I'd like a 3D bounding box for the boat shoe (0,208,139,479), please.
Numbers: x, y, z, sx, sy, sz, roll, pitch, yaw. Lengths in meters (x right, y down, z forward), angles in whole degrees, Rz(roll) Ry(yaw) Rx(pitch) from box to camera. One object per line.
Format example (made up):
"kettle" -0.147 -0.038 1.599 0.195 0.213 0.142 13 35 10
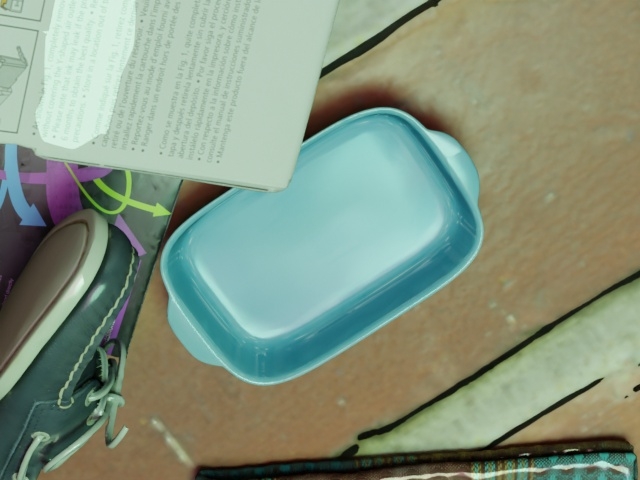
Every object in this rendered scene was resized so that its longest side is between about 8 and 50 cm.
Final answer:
"boat shoe" -0.148 0.084 0.865 0.079 0.095 0.254 27 126 -14

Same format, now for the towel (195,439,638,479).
"towel" 0.067 0.302 1.016 0.271 0.040 0.370 -4 110 -3

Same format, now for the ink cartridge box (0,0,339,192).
"ink cartridge box" -0.104 -0.184 0.759 0.261 0.066 0.296 7 109 -25

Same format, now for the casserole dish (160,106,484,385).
"casserole dish" 0.000 0.000 0.901 0.188 0.037 0.114 -33 109 8

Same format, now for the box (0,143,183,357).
"box" -0.167 -0.010 0.891 0.162 0.029 0.116 16 109 -8
